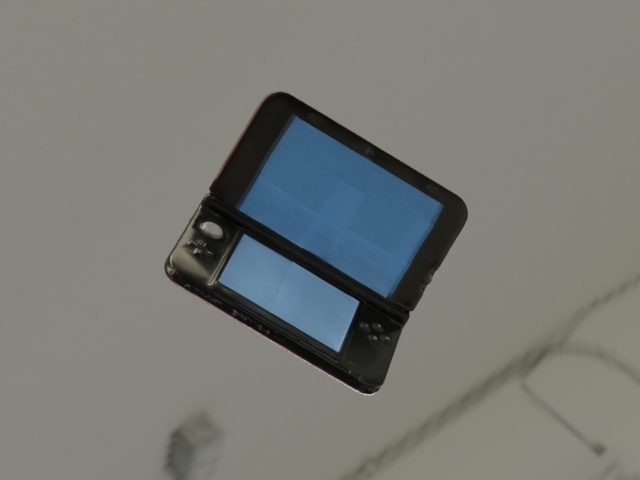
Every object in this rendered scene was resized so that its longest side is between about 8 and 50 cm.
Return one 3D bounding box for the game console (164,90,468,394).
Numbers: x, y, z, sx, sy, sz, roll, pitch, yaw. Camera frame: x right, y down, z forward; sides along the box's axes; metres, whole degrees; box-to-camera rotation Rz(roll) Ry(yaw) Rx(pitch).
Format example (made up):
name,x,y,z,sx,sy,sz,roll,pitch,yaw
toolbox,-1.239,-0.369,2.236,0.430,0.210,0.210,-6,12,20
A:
name,x,y,z,sx,sy,sz,roll,pitch,yaw
game console,0.000,0.000,1.105,0.085,0.144,0.124,-58,4,29
